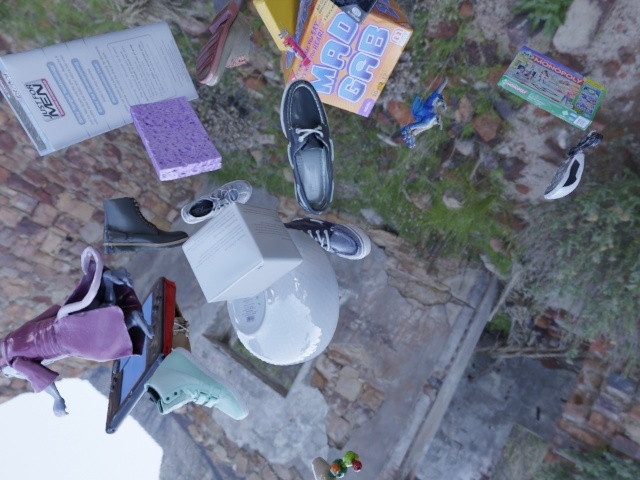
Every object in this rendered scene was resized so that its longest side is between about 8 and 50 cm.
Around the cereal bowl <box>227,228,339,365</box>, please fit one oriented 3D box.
[{"bbox_3d":[-0.122,0.136,1.008,0.338,0.340,0.141,21,-166,42],"label":"cereal bowl"}]

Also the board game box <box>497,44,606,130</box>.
[{"bbox_3d":[0.788,-0.525,1.426,0.317,0.214,0.046,33,152,10],"label":"board game box"}]

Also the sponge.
[{"bbox_3d":[-0.286,-0.205,0.820,0.210,0.117,0.031,56,151,29],"label":"sponge"}]

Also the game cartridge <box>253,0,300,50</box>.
[{"bbox_3d":[-0.129,-0.825,1.351,0.052,0.324,0.285,8,175,14],"label":"game cartridge"}]

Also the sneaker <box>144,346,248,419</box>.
[{"bbox_3d":[-0.312,0.399,1.042,0.255,0.151,0.094,35,130,5],"label":"sneaker"}]

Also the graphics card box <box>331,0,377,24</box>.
[{"bbox_3d":[0.133,-0.814,1.121,0.232,0.094,0.371,32,132,-14],"label":"graphics card box"}]

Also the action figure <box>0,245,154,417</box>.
[{"bbox_3d":[-0.591,0.225,0.950,0.276,0.369,0.248,75,171,-55],"label":"action figure"}]

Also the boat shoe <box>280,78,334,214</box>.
[{"bbox_3d":[-0.020,-0.209,0.949,0.091,0.114,0.303,-131,28,-70],"label":"boat shoe"}]

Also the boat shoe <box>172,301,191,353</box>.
[{"bbox_3d":[-0.586,0.353,1.670,0.121,0.110,0.341,25,-162,-51],"label":"boat shoe"}]

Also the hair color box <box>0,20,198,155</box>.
[{"bbox_3d":[-0.487,-0.352,0.954,0.113,0.374,0.186,3,122,43],"label":"hair color box"}]

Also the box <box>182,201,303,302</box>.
[{"bbox_3d":[-0.099,0.017,0.549,0.087,0.102,0.101,59,-160,17],"label":"box"}]

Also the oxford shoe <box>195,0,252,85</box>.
[{"bbox_3d":[-0.263,-0.559,1.226,0.122,0.349,0.130,-18,140,37],"label":"oxford shoe"}]

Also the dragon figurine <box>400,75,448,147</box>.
[{"bbox_3d":[0.387,-0.490,1.561,0.143,0.290,0.085,10,176,26],"label":"dragon figurine"}]

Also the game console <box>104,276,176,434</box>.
[{"bbox_3d":[-0.551,0.333,1.277,0.060,0.387,0.342,26,-155,-29],"label":"game console"}]

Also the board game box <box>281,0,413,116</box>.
[{"bbox_3d":[0.077,-0.767,1.616,0.356,0.357,0.356,12,134,-20],"label":"board game box"}]

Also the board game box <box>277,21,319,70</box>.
[{"bbox_3d":[-0.067,-0.520,1.154,0.133,0.033,0.169,37,-160,-43],"label":"board game box"}]

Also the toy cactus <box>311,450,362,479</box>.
[{"bbox_3d":[0.038,0.552,0.939,0.112,0.219,0.180,-1,-169,-24],"label":"toy cactus"}]

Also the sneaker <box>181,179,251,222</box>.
[{"bbox_3d":[-0.378,-0.137,1.563,0.105,0.281,0.115,62,166,-12],"label":"sneaker"}]

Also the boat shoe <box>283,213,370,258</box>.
[{"bbox_3d":[0.000,0.000,1.419,0.158,0.127,0.340,-19,-156,-36],"label":"boat shoe"}]

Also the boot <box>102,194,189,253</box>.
[{"bbox_3d":[-0.421,-0.045,1.018,0.197,0.137,0.076,-7,-173,-36],"label":"boot"}]

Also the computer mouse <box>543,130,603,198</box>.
[{"bbox_3d":[0.567,-0.158,0.947,0.042,0.193,0.106,36,162,4],"label":"computer mouse"}]
